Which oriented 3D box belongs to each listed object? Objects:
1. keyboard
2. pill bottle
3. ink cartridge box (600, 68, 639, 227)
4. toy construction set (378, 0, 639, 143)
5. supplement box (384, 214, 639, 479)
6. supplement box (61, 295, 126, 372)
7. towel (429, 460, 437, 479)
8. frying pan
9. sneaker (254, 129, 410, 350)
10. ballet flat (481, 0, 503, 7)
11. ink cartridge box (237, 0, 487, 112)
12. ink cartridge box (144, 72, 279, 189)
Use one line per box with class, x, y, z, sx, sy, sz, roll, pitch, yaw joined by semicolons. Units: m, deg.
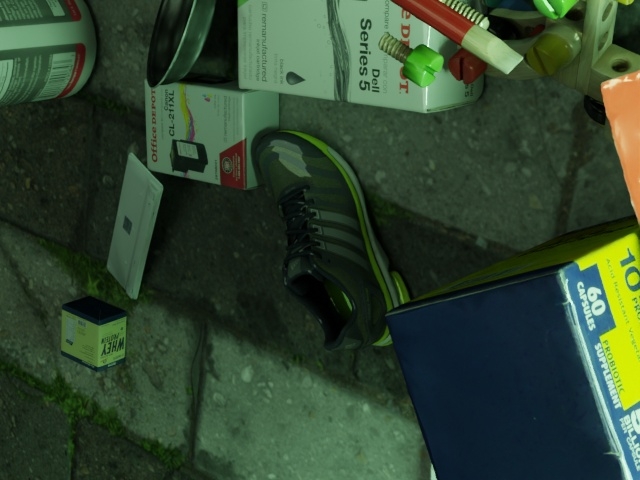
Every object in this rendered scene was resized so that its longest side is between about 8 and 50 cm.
keyboard;-0.261;-0.015;1.765;0.072;0.014;0.256;51;144;23
pill bottle;-0.475;-0.262;1.713;0.176;0.319;0.176;11;108;37
ink cartridge box;0.441;0.002;1.070;0.091;0.308;0.384;180;72;-83
toy construction set;0.228;-0.199;1.191;0.237;0.309;0.257;37;131;20
supplement box;0.260;0.095;1.190;0.195;0.357;0.194;-17;91;41
supplement box;-0.337;0.138;1.883;0.083;0.056;0.083;19;114;34
towel;0.179;0.262;1.522;0.113;0.023;0.152;17;113;36
frying pan;-0.146;-0.332;1.556;0.326;0.053;0.197;-62;24;28
sneaker;0.000;0.000;1.529;0.111;0.121;0.300;-38;78;39
ballet flat;0.196;-0.305;1.348;0.041;0.041;0.114;36;122;26
ink cartridge box;0.042;-0.260;1.427;0.273;0.115;0.198;12;109;37
ink cartridge box;-0.142;-0.143;1.637;0.175;0.072;0.127;12;110;36
